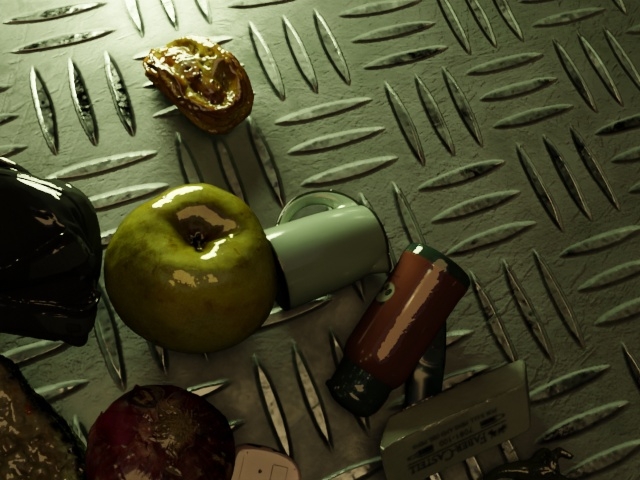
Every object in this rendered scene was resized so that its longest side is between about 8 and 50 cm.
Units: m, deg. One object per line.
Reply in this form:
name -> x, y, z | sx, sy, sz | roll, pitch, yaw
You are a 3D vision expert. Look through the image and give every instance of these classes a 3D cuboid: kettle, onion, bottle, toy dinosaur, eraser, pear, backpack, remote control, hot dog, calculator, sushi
kettle -> 0.000, 0.000, 1.164 | 0.236, 0.161, 0.221 | -19, 64, -17
onion -> -0.263, 0.359, 0.974 | 0.246, 0.190, 0.246 | 20, 43, -19
bottle -> 0.137, 0.175, 1.116 | 0.144, 0.144, 0.336 | 35, 82, 5
toy dinosaur -> 0.409, 0.477, 1.087 | 0.179, 0.087, 0.187 | -41, 79, -21
eraser -> 0.262, 0.341, 1.094 | 0.352, 0.077, 0.111 | -19, 109, -15
pear -> -0.231, 0.062, 1.039 | 0.303, 0.304, 0.304 | 3, 70, -7
backpack -> -0.553, 0.016, 0.950 | 0.445, 0.363, 0.255 | 7, 31, 11
remote control -> 0.214, 0.241, 1.166 | 0.072, 0.042, 0.222 | 14, 68, -5
hot dog -> -0.270, -0.354, 1.274 | 0.259, 0.114, 0.175 | 41, 69, 7
calculator -> -0.117, 0.425, 1.060 | 0.165, 0.024, 0.103 | 12, 69, -2
sushi -> -0.523, 0.340, 0.953 | 0.211, 0.171, 0.350 | -32, 79, -19
